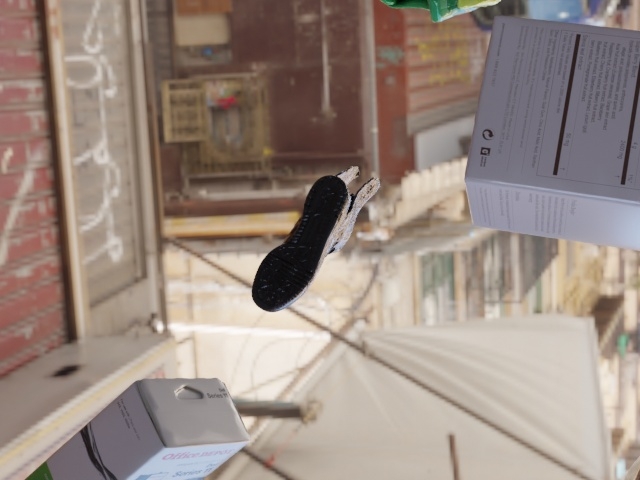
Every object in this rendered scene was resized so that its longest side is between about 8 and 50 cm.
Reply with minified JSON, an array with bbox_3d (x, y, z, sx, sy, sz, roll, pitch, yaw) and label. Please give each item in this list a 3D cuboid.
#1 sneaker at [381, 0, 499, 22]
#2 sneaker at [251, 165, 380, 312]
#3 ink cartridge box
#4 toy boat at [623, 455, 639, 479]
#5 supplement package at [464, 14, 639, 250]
[{"bbox_3d":[0.093,-0.347,1.267,0.123,0.109,0.295,-30,-135,-11],"label":"sneaker"},{"bbox_3d":[-0.002,-0.001,1.040,0.051,0.170,0.089,29,175,15],"label":"sneaker"},{"bbox_3d":[-0.204,0.245,1.218,0.208,0.087,0.153,-42,153,24],"label":"ink cartridge box"},{"bbox_3d":[0.387,0.341,1.190,0.151,0.151,0.231,27,-119,13],"label":"toy boat"},{"bbox_3d":[0.305,-0.095,1.078,0.293,0.175,0.177,9,168,12],"label":"supplement package"}]
